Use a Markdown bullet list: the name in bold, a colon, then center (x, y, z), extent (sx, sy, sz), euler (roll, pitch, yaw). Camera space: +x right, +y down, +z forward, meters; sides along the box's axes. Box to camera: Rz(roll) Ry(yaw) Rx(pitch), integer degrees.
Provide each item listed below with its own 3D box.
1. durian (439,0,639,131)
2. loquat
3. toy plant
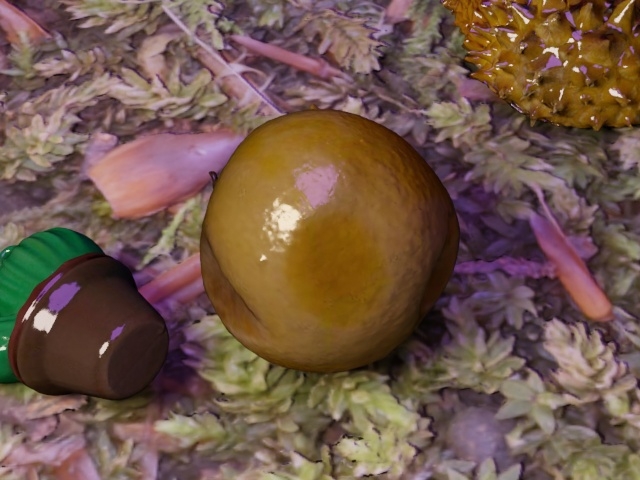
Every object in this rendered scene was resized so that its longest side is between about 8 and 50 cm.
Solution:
- **durian**: center (0.287, -0.202, 1.532), extent (0.341, 0.112, 0.191), euler (-8, 48, -6)
- **loquat**: center (-0.002, 0.000, 1.320), extent (0.213, 0.213, 0.213), euler (-2, 50, 2)
- **toy plant**: center (-0.208, 0.062, 1.357), extent (0.200, 0.105, 0.143), euler (23, 68, 42)
